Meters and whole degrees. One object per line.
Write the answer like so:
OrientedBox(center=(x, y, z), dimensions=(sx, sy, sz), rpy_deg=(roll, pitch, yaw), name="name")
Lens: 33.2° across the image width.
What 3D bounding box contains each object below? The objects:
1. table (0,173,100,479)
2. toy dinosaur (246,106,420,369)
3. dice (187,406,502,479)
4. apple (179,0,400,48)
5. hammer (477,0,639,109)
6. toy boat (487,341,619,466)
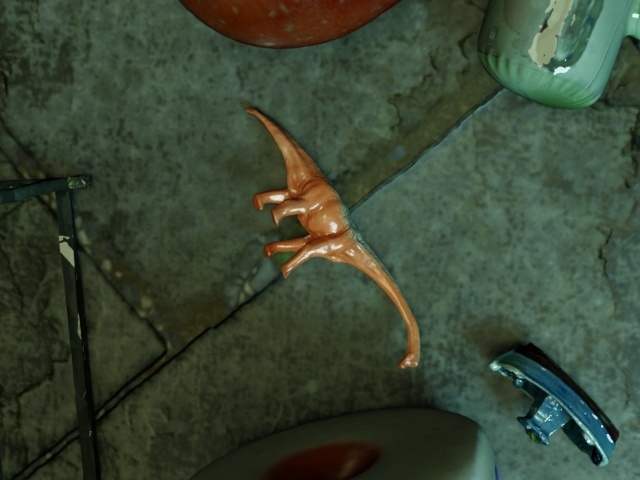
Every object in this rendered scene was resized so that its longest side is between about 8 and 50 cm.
OrientedBox(center=(-0.357, 0.123, 0.964), dimensions=(0.272, 0.222, 0.335), rpy_deg=(-3, 98, 10), name="table")
OrientedBox(center=(0.001, 0.000, 0.979), dimensions=(0.101, 0.055, 0.279), rpy_deg=(-24, 91, -12), name="toy dinosaur")
OrientedBox(center=(0.032, 0.327, 0.893), dimensions=(0.277, 0.304, 0.304), rpy_deg=(-12, 96, 9), name="dice")
OrientedBox(center=(-0.023, -0.287, 0.864), dimensions=(0.260, 0.216, 0.260), rpy_deg=(1, 98, 9), name="apple")
OrientedBox(center=(0.310, -0.180, 0.893), dimensions=(0.336, 0.119, 0.206), rpy_deg=(19, 100, -2), name="hammer")
OrientedBox(center=(0.207, 0.152, 0.968), dimensions=(0.061, 0.060, 0.137), rpy_deg=(-43, 94, -10), name="toy boat")
